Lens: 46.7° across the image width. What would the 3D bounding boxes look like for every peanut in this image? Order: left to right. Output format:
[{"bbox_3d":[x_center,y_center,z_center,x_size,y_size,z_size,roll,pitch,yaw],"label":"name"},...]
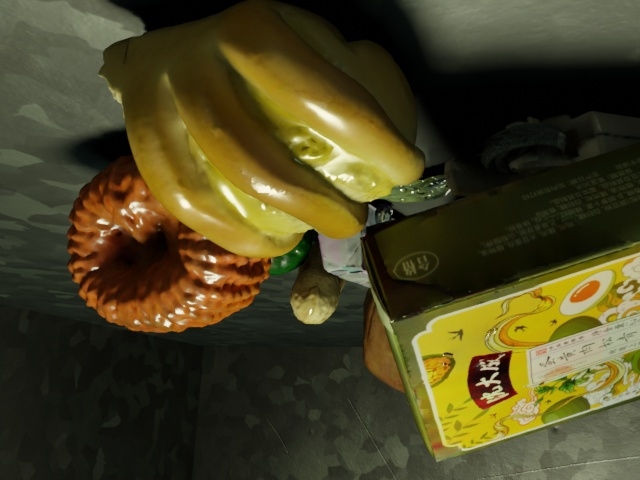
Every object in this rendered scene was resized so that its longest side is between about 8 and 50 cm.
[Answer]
[{"bbox_3d":[0.000,0.075,1.301,0.099,0.100,0.214,2,-158,5],"label":"peanut"}]

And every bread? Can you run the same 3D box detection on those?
[{"bbox_3d":[-0.034,-0.096,0.753,0.270,0.211,0.315,-4,167,24],"label":"bread"}]

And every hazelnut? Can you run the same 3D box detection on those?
[{"bbox_3d":[0.256,0.172,1.614,0.372,0.315,0.372,-21,-177,1],"label":"hazelnut"}]

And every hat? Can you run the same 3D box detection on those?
[{"bbox_3d":[-0.176,-0.026,1.159,0.285,0.285,0.400,-4,-169,25],"label":"hat"}]

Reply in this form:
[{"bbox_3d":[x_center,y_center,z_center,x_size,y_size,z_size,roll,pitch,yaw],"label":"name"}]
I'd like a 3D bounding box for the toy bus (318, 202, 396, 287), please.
[{"bbox_3d":[0.110,0.023,1.338,0.112,0.138,0.317,-6,164,33],"label":"toy bus"}]

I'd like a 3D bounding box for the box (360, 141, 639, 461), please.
[{"bbox_3d":[0.288,0.082,0.895,0.420,0.138,0.373,-18,140,3],"label":"box"}]

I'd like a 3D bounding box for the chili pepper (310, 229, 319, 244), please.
[{"bbox_3d":[0.000,0.000,1.435,0.088,0.059,0.227,-8,162,17],"label":"chili pepper"}]

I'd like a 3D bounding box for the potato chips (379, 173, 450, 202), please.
[{"bbox_3d":[0.156,-0.084,1.134,0.207,0.028,0.092,-8,163,44],"label":"potato chips"}]

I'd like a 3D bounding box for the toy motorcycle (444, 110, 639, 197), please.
[{"bbox_3d":[0.318,-0.084,0.929,0.340,0.108,0.223,2,162,-24],"label":"toy motorcycle"}]
